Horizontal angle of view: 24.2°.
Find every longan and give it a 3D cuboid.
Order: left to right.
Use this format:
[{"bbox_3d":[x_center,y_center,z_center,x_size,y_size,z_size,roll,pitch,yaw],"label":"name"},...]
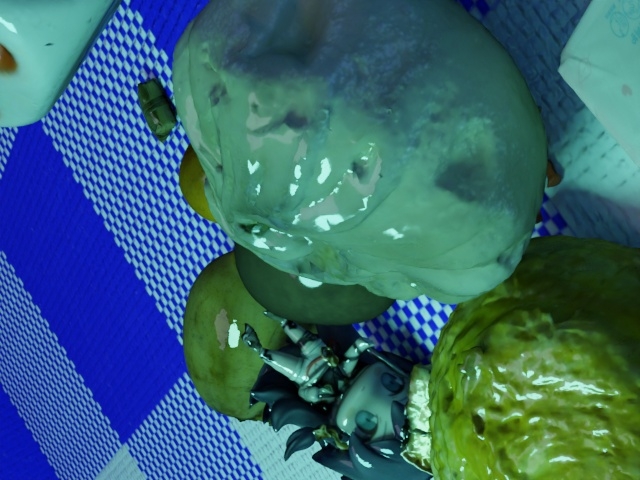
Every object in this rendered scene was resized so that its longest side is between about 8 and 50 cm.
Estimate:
[{"bbox_3d":[0.000,0.000,1.653,0.220,0.197,0.196,-4,112,58],"label":"longan"}]

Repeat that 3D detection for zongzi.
[{"bbox_3d":[-0.223,-0.175,2.027,0.083,0.040,0.076,123,122,-78],"label":"zongzi"}]

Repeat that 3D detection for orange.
[{"bbox_3d":[-0.094,-0.089,1.770,0.124,0.156,0.156,36,156,-17],"label":"orange"}]

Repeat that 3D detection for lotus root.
[{"bbox_3d":[-0.080,0.089,1.876,0.183,0.183,0.310,38,138,36],"label":"lotus root"}]

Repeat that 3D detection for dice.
[{"bbox_3d":[-0.364,-0.327,1.736,0.277,0.304,0.304,30,153,-11],"label":"dice"}]

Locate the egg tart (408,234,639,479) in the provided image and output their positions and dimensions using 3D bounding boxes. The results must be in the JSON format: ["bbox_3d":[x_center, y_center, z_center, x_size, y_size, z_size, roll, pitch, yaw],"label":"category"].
[{"bbox_3d":[0.221,0.167,1.339,0.340,0.153,0.351,-5,84,32],"label":"egg tart"}]

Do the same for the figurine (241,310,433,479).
[{"bbox_3d":[0.034,0.188,1.758,0.265,0.175,0.197,42,-177,17],"label":"figurine"}]

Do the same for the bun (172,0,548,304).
[{"bbox_3d":[0.024,-0.074,1.309,0.360,0.211,0.359,23,154,12],"label":"bun"}]

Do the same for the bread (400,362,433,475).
[{"bbox_3d":[0.218,0.177,1.506,0.260,0.134,0.129,4,105,25],"label":"bread"}]

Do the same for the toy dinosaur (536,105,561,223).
[{"bbox_3d":[0.181,-0.060,1.455,0.101,0.055,0.279,60,154,22],"label":"toy dinosaur"}]

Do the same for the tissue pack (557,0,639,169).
[{"bbox_3d":[0.306,-0.161,1.087,0.201,0.124,0.271,55,152,18],"label":"tissue pack"}]
